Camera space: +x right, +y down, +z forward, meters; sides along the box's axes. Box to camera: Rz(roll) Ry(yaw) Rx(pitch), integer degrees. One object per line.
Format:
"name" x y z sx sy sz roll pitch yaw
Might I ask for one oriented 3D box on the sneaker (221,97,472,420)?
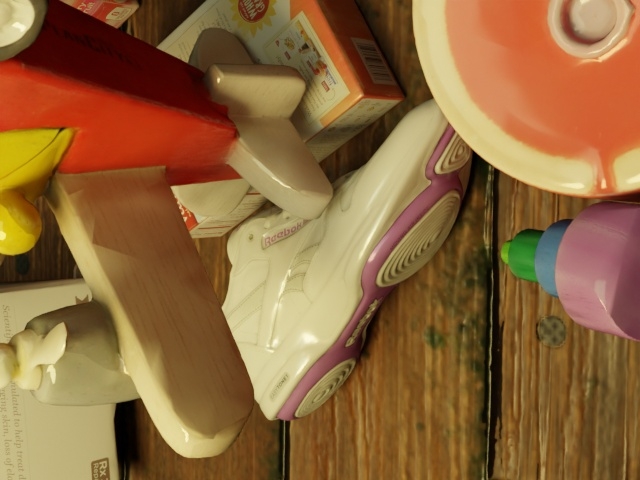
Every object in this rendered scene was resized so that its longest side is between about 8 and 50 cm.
"sneaker" 0.000 0.000 0.886 0.152 0.114 0.305 45 118 23

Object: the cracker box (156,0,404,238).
"cracker box" -0.061 -0.122 0.949 0.232 0.067 0.155 -34 74 32

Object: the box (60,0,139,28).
"box" -0.341 -0.207 1.093 0.300 0.154 0.142 -34 75 34

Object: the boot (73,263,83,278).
"boot" -0.209 0.075 1.096 0.087 0.042 0.118 14 101 41

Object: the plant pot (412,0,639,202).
"plant pot" 0.195 -0.135 0.639 0.275 0.243 0.274 9 105 34

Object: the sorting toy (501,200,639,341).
"sorting toy" 0.220 0.103 0.657 0.127 0.365 0.126 -53 28 -14

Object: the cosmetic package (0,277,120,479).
"cosmetic package" -0.376 0.150 1.125 0.385 0.156 0.217 -6 90 44

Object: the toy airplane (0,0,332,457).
"toy airplane" -0.184 -0.063 0.773 0.384 0.386 0.272 41 109 -13
